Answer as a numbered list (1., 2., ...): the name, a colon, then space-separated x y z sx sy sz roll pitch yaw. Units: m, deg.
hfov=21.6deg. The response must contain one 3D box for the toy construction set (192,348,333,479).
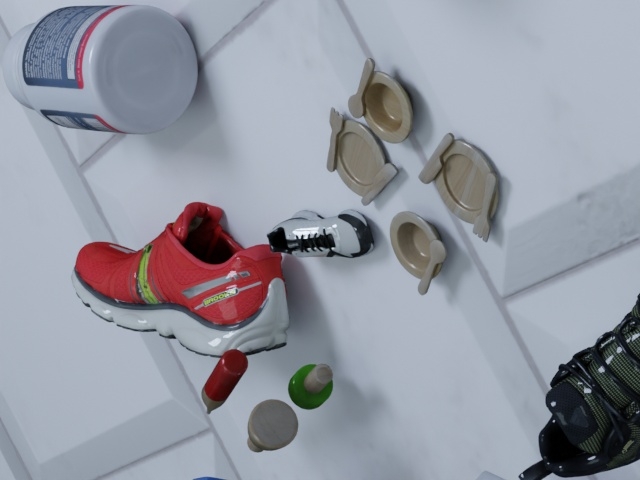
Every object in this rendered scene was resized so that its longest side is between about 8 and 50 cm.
1. toy construction set: -0.035 0.261 1.423 0.237 0.257 0.308 126 129 -68

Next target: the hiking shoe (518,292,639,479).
1. hiking shoe: 0.202 0.088 1.048 0.086 0.114 0.227 47 144 22

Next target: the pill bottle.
1. pill bottle: -0.197 -0.149 1.441 0.180 0.108 0.108 10 120 51

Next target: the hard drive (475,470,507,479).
1. hard drive: 0.248 0.322 1.144 0.353 0.047 0.233 22 128 31

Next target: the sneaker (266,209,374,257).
1. sneaker: 0.000 0.000 1.331 0.109 0.044 0.040 -1 109 52

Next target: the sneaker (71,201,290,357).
1. sneaker: -0.119 0.022 1.487 0.279 0.107 0.118 13 104 46

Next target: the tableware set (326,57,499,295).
1. tableware set: 0.062 -0.049 1.233 0.168 0.020 0.141 49 145 20
